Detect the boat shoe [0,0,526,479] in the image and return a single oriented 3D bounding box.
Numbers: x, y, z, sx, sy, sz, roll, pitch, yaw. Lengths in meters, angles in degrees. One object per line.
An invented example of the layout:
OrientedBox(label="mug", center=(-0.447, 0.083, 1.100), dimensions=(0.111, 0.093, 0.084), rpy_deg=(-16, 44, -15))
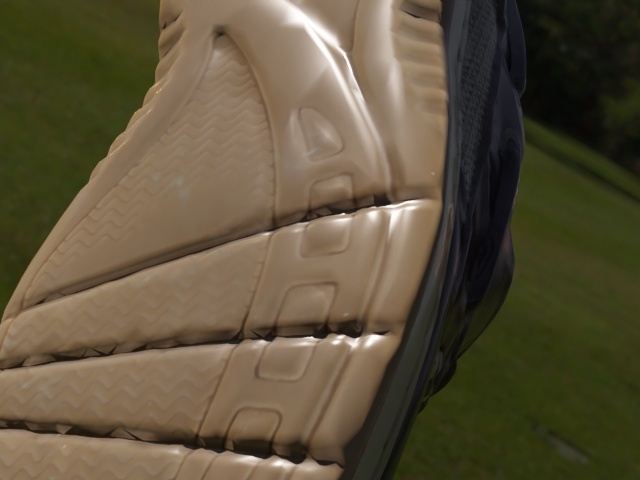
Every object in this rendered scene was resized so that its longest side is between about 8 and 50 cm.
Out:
OrientedBox(label="boat shoe", center=(0.000, 0.000, 0.400), dimensions=(0.103, 0.285, 0.092), rpy_deg=(-8, -41, 26))
